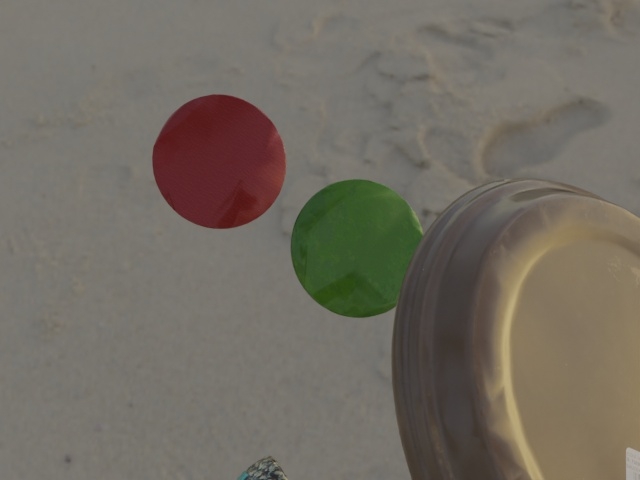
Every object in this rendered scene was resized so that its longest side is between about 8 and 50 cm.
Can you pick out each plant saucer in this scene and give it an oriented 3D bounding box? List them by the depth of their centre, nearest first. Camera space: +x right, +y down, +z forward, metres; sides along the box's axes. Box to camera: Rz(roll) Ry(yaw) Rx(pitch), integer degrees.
[{"bbox_3d":[0.155,0.090,0.665,0.278,0.041,0.278,18,60,-33],"label":"plant saucer"}]

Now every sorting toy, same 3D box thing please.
[{"bbox_3d":[0.000,0.000,1.175,0.365,0.126,0.127,31,77,-10],"label":"sorting toy"}]

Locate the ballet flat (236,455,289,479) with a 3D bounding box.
[{"bbox_3d":[0.122,0.312,0.929,0.483,0.182,0.164,33,-3,-12],"label":"ballet flat"}]
